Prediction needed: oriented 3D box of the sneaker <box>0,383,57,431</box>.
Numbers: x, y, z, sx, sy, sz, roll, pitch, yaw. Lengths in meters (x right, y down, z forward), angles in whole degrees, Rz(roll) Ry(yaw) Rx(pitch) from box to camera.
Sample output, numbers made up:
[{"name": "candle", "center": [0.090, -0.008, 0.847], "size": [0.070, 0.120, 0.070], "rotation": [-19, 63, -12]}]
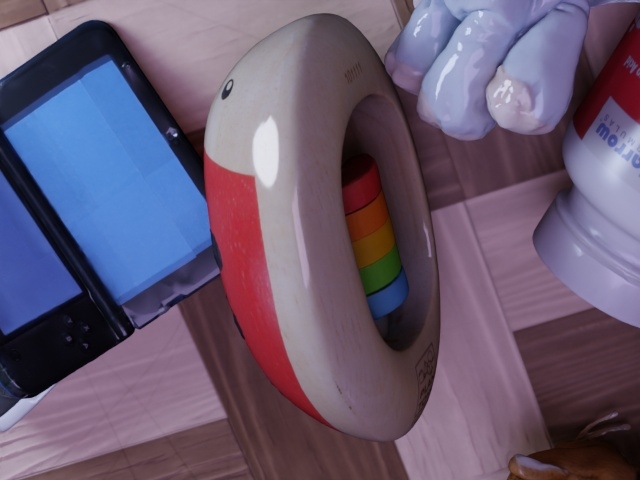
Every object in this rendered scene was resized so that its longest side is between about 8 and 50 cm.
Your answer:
[{"name": "sneaker", "center": [-0.315, 0.071, 1.898], "size": [0.147, 0.104, 0.296], "rotation": [35, 116, -19]}]

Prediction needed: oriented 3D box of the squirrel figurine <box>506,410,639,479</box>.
[{"name": "squirrel figurine", "center": [0.363, 0.327, 1.850], "size": [0.370, 0.397, 0.281], "rotation": [8, 126, 12]}]

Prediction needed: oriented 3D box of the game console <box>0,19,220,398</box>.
[{"name": "game console", "center": [-0.257, -0.036, 1.759], "size": [0.173, 0.250, 0.293], "rotation": [-35, 89, 36]}]

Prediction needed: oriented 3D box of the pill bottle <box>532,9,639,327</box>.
[{"name": "pill bottle", "center": [0.378, -0.123, 1.715], "size": [0.229, 0.229, 0.407], "rotation": [26, 113, -10]}]

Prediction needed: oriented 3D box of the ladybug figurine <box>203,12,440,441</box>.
[{"name": "ladybug figurine", "center": [0.000, 0.000, 1.763], "size": [0.162, 0.305, 0.449], "rotation": [-4, 112, 24]}]

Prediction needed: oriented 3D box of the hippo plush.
[{"name": "hippo plush", "center": [0.141, -0.238, 1.608], "size": [0.294, 0.234, 0.236], "rotation": [-15, 148, 31]}]
